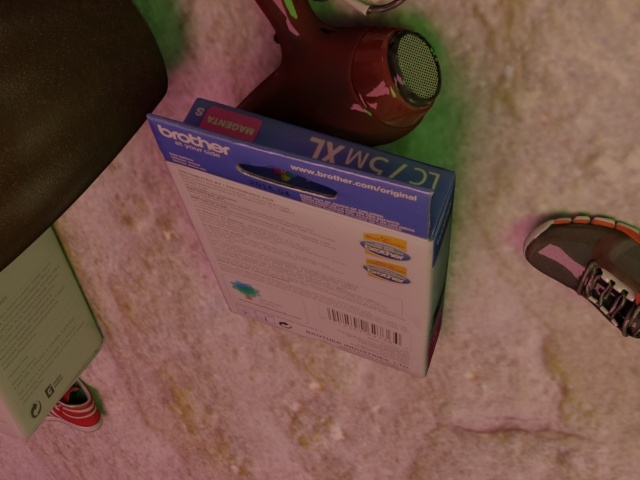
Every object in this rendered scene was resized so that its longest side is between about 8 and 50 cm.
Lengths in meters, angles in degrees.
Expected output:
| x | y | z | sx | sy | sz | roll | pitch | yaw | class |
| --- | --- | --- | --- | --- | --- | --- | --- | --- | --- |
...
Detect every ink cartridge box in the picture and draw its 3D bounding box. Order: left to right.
| x | y | z | sx | sy | sz | roll | pitch | yaw | class |
| --- | --- | --- | --- | --- | --- | --- | --- | --- | --- |
| 0.000 | 0.000 | 0.648 | 0.185 | 0.065 | 0.311 | 17 | 158 | 14 | ink cartridge box |

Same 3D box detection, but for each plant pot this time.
| x | y | z | sx | sy | sz | roll | pitch | yaw | class |
| --- | --- | --- | --- | --- | --- | --- | --- | --- | --- |
| -0.231 | -0.093 | 0.623 | 0.215 | 0.230 | 0.215 | 44 | 157 | 24 | plant pot |

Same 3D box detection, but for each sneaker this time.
| x | y | z | sx | sy | sz | roll | pitch | yaw | class |
| --- | --- | --- | --- | --- | --- | --- | --- | --- | --- |
| -0.327 | 0.194 | 1.088 | 0.118 | 0.042 | 0.067 | 11 | 138 | 9 | sneaker |
| 0.218 | 0.034 | 0.626 | 0.158 | 0.065 | 0.061 | 20 | 135 | 12 | sneaker |

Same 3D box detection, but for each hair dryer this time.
| x | y | z | sx | sy | sz | roll | pitch | yaw | class |
| --- | --- | --- | --- | --- | --- | --- | --- | --- | --- |
| -0.012 | -0.158 | 0.595 | 0.223 | 0.080 | 0.293 | 37 | 133 | 17 | hair dryer |

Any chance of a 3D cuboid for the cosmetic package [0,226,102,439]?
| x | y | z | sx | sy | sz | roll | pitch | yaw | class |
| --- | --- | --- | --- | --- | --- | --- | --- | --- | --- |
| -0.394 | 0.002 | 0.873 | 0.217 | 0.156 | 0.385 | 9 | 131 | 22 | cosmetic package |
